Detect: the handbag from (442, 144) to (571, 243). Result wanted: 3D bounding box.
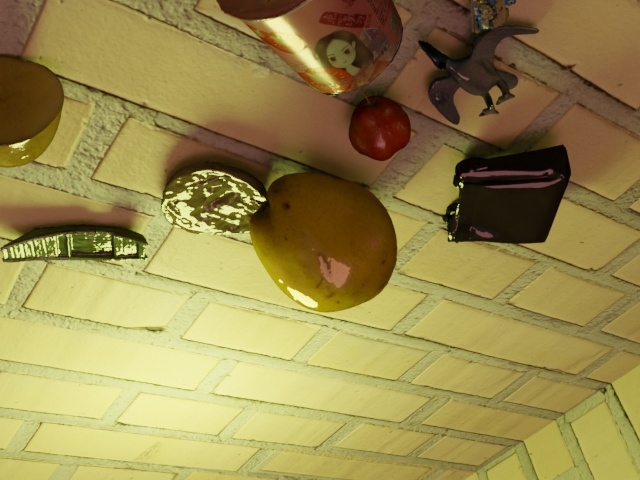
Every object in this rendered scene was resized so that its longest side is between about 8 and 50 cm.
[{"bbox_3d":[0.412,-0.095,1.667,0.257,0.114,0.285,-5,147,-1],"label":"handbag"}]

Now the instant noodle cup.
[{"bbox_3d":[-0.004,-0.370,1.143,0.243,0.243,0.231,-27,146,16],"label":"instant noodle cup"}]

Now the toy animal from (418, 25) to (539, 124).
[{"bbox_3d":[0.293,-0.322,1.395,0.239,0.176,0.255,-42,167,34],"label":"toy animal"}]

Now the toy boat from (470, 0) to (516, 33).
[{"bbox_3d":[0.283,-0.452,1.252,0.084,0.066,0.210,-40,135,-21],"label":"toy boat"}]

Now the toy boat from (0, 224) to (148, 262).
[{"bbox_3d":[-0.513,0.007,1.560,0.293,0.055,0.093,-1,140,-16],"label":"toy boat"}]

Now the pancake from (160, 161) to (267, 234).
[{"bbox_3d":[-0.222,-0.082,1.549,0.241,0.050,0.242,-2,143,-2],"label":"pancake"}]

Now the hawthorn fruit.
[{"bbox_3d":[0.116,-0.222,1.422,0.125,0.125,0.140,1,129,-17],"label":"hawthorn fruit"}]

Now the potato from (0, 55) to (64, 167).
[{"bbox_3d":[-0.536,-0.195,1.248,0.203,0.178,0.158,-24,163,-26],"label":"potato"}]

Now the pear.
[{"bbox_3d":[0.007,-0.007,1.554,0.285,0.285,0.336,-26,109,14],"label":"pear"}]
